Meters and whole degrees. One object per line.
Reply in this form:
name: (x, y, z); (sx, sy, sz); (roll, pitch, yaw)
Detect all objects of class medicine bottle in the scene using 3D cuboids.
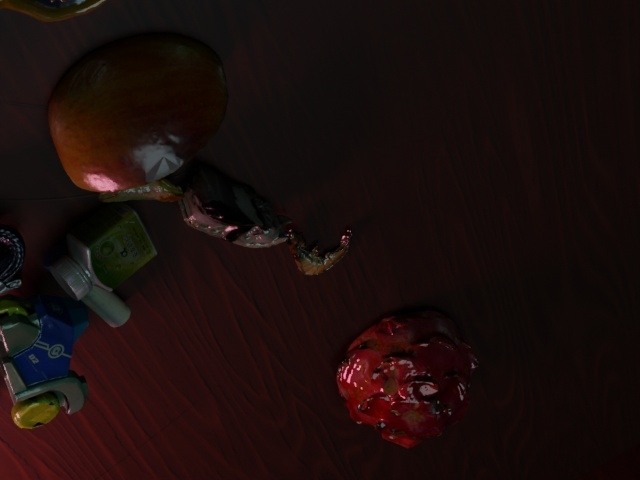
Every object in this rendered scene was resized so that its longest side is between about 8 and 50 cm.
medicine bottle: (-0.431, 0.026, 1.885); (0.188, 0.088, 0.132); (-42, 137, -22)
medicine bottle: (-0.480, 0.097, 1.980); (0.059, 0.059, 0.231); (-34, 134, 3)

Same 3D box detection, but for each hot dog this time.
hot dog: (-0.349, -0.109, 1.871); (0.169, 0.061, 0.078); (-1, 165, -21)

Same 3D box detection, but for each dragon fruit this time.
dragon fruit: (0.240, 0.379, 2.465); (0.371, 0.249, 0.386); (-21, 131, -4)

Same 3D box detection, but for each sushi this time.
sushi: (-0.178, -0.048, 1.987); (0.109, 0.134, 0.273); (-36, 150, 24)

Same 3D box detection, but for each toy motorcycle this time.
toy motorcycle: (-0.557, 0.208, 1.909); (0.200, 0.191, 0.326); (-18, 145, -21)

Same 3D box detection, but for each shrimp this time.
shrimp: (0.001, 0.002, 2.157); (0.148, 0.035, 0.195); (-27, 141, 0)

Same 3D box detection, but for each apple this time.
apple: (-0.322, -0.234, 1.721); (0.346, 0.179, 0.254); (-29, 96, -3)

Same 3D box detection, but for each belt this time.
belt: (-0.663, 0.055, 1.800); (0.230, 0.126, 0.140); (-31, 104, -11)

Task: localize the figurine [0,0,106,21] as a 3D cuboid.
figurine: (-0.493, -0.428, 1.398); (0.387, 0.268, 0.401); (-28, 139, -6)
